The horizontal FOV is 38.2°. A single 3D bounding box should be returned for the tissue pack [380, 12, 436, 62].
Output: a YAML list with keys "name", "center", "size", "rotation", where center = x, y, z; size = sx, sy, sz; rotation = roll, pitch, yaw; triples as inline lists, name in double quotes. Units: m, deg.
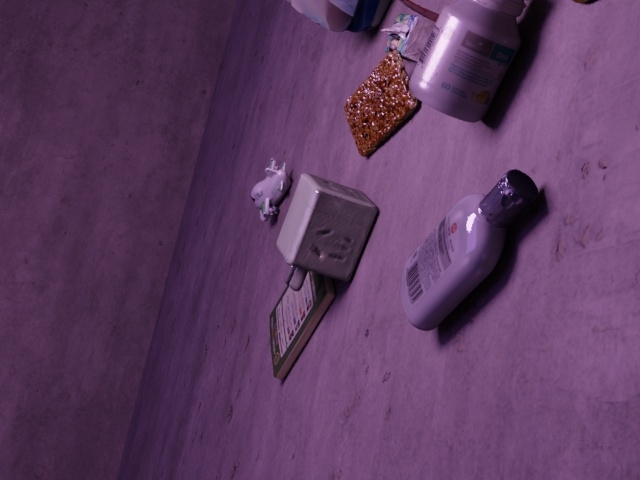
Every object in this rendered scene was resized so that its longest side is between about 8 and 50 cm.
- name: "tissue pack"
  center: [0.167, -0.398, 1.798]
  size: [0.111, 0.079, 0.085]
  rotation: [-132, 60, -68]

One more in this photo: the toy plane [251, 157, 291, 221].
- name: "toy plane"
  center: [-0.130, -0.135, 2.394]
  size: [0.174, 0.080, 0.174]
  rotation: [-164, 90, -73]

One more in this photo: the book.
- name: "book"
  center: [-0.044, 0.142, 1.997]
  size: [0.264, 0.027, 0.202]
  rotation: [-60, 24, 31]

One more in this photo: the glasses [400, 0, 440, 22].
- name: "glasses"
  center: [0.165, -0.485, 1.602]
  size: [0.118, 0.268, 0.234]
  rotation: [-29, 55, 52]

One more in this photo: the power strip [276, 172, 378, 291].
- name: "power strip"
  center: [0.000, 0.000, 1.830]
  size: [0.139, 0.140, 0.224]
  rotation: [-129, 57, -67]

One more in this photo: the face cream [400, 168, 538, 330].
- name: "face cream"
  center: [0.210, 0.006, 1.346]
  size: [0.291, 0.071, 0.144]
  rotation: [125, 153, -42]

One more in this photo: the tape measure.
- name: "tape measure"
  center: [0.050, -0.622, 2.067]
  size: [0.259, 0.138, 0.262]
  rotation: [41, 126, 25]

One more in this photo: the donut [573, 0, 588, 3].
- name: "donut"
  center: [0.371, -0.476, 1.271]
  size: [0.272, 0.107, 0.272]
  rotation: [-53, 26, 40]

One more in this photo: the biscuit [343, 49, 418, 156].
- name: "biscuit"
  center: [0.114, -0.267, 1.832]
  size: [0.231, 0.025, 0.131]
  rotation: [-44, 62, 57]

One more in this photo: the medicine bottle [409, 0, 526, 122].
- name: "medicine bottle"
  center: [0.238, -0.306, 1.439]
  size: [0.135, 0.135, 0.215]
  rotation: [-112, 43, -61]
